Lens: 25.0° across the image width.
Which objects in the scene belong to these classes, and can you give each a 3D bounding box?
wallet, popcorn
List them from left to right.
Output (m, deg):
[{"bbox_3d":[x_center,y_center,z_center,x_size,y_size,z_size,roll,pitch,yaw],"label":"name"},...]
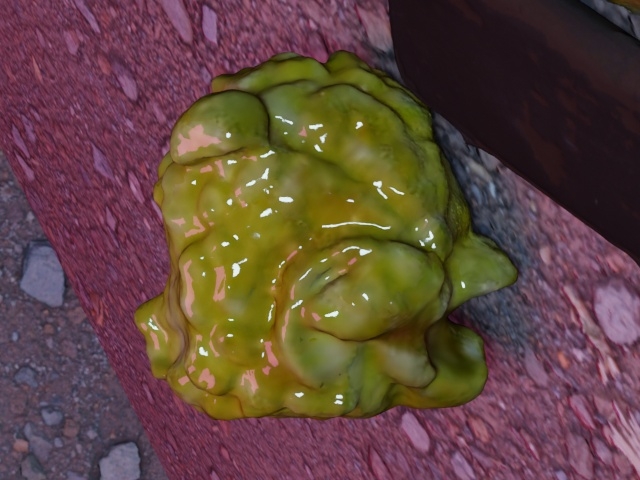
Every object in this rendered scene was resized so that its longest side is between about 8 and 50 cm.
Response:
[{"bbox_3d":[0.000,0.000,0.998,0.235,0.241,0.250,-138,44,-55],"label":"popcorn"},{"bbox_3d":[0.142,-0.080,0.825,0.309,0.042,0.165,42,161,36],"label":"wallet"}]

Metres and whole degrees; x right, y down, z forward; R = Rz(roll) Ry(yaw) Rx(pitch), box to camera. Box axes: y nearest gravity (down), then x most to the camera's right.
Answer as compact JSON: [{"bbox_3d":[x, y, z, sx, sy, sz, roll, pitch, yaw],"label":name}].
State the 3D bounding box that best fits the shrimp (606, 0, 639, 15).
[{"bbox_3d":[0.137,-0.174,0.753,0.187,0.051,0.132,31,142,56],"label":"shrimp"}]
